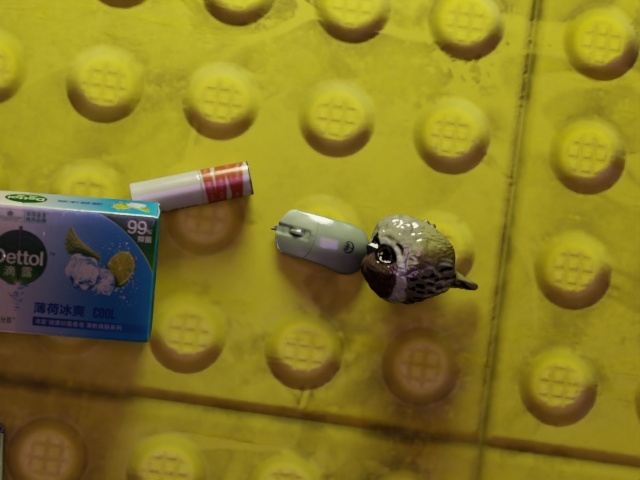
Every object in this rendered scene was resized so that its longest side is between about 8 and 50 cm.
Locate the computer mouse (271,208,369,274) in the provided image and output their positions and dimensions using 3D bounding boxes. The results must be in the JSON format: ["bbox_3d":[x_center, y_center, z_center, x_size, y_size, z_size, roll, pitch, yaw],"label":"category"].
[{"bbox_3d":[0.000,0.000,1.957,0.110,0.032,0.056,17,83,-2],"label":"computer mouse"}]

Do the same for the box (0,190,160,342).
[{"bbox_3d":[-0.270,0.026,1.902,0.194,0.073,0.139,4,103,-3],"label":"box"}]

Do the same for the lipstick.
[{"bbox_3d":[-0.139,-0.055,1.951,0.130,0.038,0.038,-12,85,-4],"label":"lipstick"}]

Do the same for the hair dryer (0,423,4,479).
[{"bbox_3d":[-0.351,0.246,1.913,0.063,0.038,0.124,1,79,-3],"label":"hair dryer"}]

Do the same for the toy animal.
[{"bbox_3d":[0.103,0.036,1.936,0.137,0.098,0.098,44,83,-20],"label":"toy animal"}]
